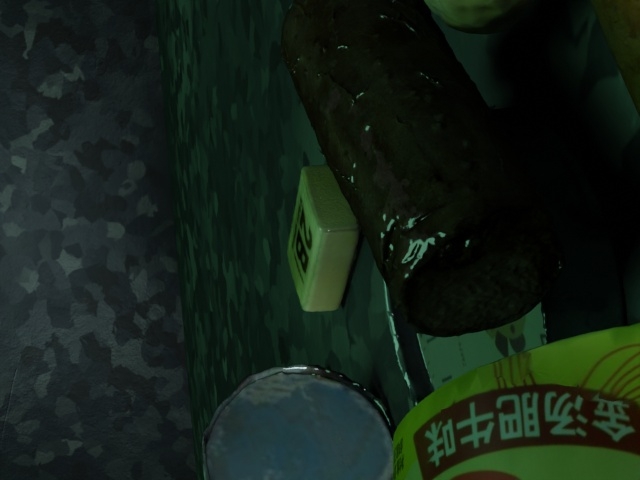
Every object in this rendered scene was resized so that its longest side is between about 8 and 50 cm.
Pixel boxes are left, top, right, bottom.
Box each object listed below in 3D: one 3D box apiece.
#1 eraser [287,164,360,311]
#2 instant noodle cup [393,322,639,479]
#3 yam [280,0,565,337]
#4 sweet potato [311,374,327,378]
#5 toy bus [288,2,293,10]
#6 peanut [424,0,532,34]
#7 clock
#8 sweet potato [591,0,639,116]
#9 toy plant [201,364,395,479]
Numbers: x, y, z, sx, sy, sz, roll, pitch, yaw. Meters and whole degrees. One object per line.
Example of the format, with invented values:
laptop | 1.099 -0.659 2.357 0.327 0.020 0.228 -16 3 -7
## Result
eraser | 0.000 0.000 1.188 0.172 0.058 0.117 103 156 -49
instant noodle cup | 0.152 0.175 0.364 0.311 0.311 0.222 111 159 -57
yam | 0.060 -0.074 0.636 0.131 0.131 0.280 102 155 -46
sweet potato | -0.022 0.248 1.367 0.054 0.053 0.182 -106 18 -47
toy bus | 0.031 -0.251 0.940 0.194 0.088 0.083 120 140 -60
peanut | 0.126 -0.244 0.548 0.290 0.130 0.130 103 155 -51
clock | 0.132 0.046 0.750 0.312 0.061 0.313 174 90 -73
sweet potato | 0.183 -0.182 0.446 0.079 0.108 0.346 -56 -27 -57
toy plant | -0.036 0.336 1.159 0.332 0.247 0.247 100 157 -50
